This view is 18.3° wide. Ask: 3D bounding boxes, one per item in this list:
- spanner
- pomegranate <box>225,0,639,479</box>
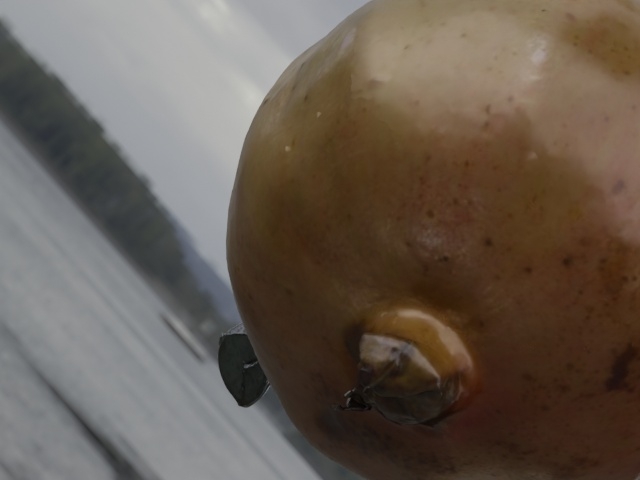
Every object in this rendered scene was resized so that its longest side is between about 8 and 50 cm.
[{"bbox_3d":[0.000,0.000,1.758,0.093,0.325,0.026,24,-3,7],"label":"spanner"},{"bbox_3d":[0.099,0.010,1.127,0.338,0.338,0.338,48,-5,5],"label":"pomegranate"}]
